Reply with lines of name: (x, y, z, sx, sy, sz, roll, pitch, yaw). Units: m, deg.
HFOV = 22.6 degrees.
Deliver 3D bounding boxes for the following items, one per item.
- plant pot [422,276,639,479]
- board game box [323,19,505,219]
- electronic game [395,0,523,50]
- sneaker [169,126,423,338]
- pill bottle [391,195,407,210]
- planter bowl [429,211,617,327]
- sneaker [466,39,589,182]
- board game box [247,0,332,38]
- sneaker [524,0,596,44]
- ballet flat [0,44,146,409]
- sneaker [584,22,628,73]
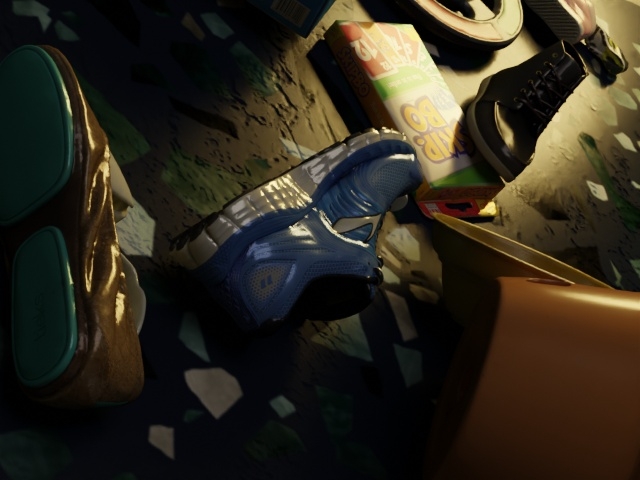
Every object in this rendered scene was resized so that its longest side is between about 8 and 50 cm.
plant pot: (0.217, 0.157, 1.411, 0.204, 0.291, 0.291, 20, 41, -3)
board game box: (0.108, -0.135, 1.771, 0.124, 0.039, 0.259, -4, 60, -43)
electronic game: (0.156, -0.325, 1.979, 0.229, 0.048, 0.229, 24, 41, -23)
sneaker: (0.000, 0.000, 1.497, 0.330, 0.130, 0.147, -33, 93, -48)
pill bottle: (0.072, -0.071, 1.667, 0.043, 0.043, 0.083, 20, 43, -26)
planter bowl: (0.190, 0.055, 1.583, 0.217, 0.090, 0.217, 23, 6, -3)
sneaker: (0.236, -0.156, 1.800, 0.083, 0.118, 0.222, 48, 27, -20)
board game box: (-0.075, -0.402, 1.791, 0.308, 0.086, 0.302, 33, 39, -1)
sneaker: (0.314, -0.317, 2.109, 0.070, 0.051, 0.134, -18, 70, -50)
ballet flat: (-0.202, -0.005, 1.328, 0.124, 0.116, 0.342, 31, 35, -48)
sneaker: (0.379, -0.254, 2.126, 0.035, 0.031, 0.083, -1, 58, -58)
